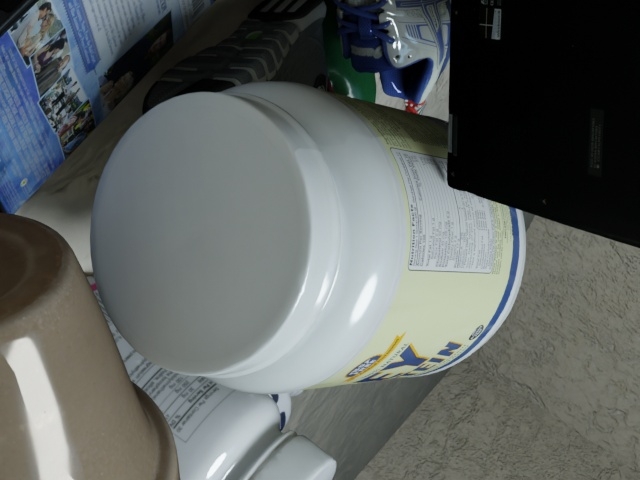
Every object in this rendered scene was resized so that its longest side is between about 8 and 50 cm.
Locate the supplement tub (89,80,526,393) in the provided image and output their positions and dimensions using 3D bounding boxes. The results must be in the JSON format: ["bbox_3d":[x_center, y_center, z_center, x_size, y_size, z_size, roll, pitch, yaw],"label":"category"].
[{"bbox_3d":[0.000,0.000,0.988,0.325,0.235,0.235,3,120,-57],"label":"supplement tub"}]

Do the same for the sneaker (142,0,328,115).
[{"bbox_3d":[-0.054,-0.113,1.074,0.229,0.086,0.132,-44,133,-39],"label":"sneaker"}]

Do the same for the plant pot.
[{"bbox_3d":[-0.231,0.114,0.843,0.263,0.263,0.229,-42,141,-43],"label":"plant pot"}]

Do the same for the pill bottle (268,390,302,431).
[{"bbox_3d":[-0.129,0.204,1.444,0.264,0.153,0.153,-45,161,-34],"label":"pill bottle"}]

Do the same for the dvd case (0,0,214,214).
[{"bbox_3d":[-0.164,-0.148,0.872,0.253,0.022,0.180,-50,163,-20],"label":"dvd case"}]

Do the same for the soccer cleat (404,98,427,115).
[{"bbox_3d":[0.132,-0.192,1.681,0.035,0.029,0.083,-62,170,-15],"label":"soccer cleat"}]

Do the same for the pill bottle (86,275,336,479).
[{"bbox_3d":[-0.138,0.170,1.100,0.160,0.283,0.160,-50,164,-21],"label":"pill bottle"}]

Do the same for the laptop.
[{"bbox_3d":[0.222,-0.224,0.886,0.236,0.408,0.382,-6,104,-24],"label":"laptop"}]

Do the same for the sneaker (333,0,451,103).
[{"bbox_3d":[0.062,-0.220,1.121,0.296,0.112,0.131,34,75,-57],"label":"sneaker"}]

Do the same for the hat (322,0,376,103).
[{"bbox_3d":[0.045,-0.138,1.222,0.173,0.183,0.208,-37,156,-50],"label":"hat"}]
